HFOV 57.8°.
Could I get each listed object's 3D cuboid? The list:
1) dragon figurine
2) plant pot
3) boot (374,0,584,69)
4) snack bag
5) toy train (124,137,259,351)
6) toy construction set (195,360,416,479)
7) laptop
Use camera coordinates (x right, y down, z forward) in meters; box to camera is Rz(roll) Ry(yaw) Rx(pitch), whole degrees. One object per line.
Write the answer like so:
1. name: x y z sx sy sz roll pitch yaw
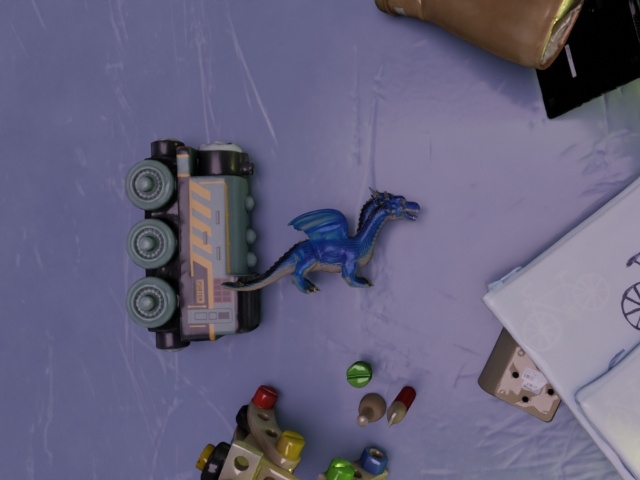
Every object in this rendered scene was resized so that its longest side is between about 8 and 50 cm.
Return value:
1. dragon figurine: 0.000 0.000 0.844 0.289 0.085 0.144 -6 91 3
2. plant pot: 0.279 0.179 0.769 0.109 0.096 0.109 25 98 16
3. boot: 0.223 -0.372 0.756 0.269 0.089 0.236 33 112 35
4. snack bag: 0.421 0.104 0.703 0.323 0.037 0.342 -36 81 -6
5. toy train: -0.192 0.005 0.902 0.190 0.142 0.334 -2 87 5
6. toy construction set: -0.018 0.304 0.786 0.309 0.237 0.257 -41 79 12
7. laptop: 0.393 -0.310 0.715 0.136 0.264 0.234 -11 85 -22
